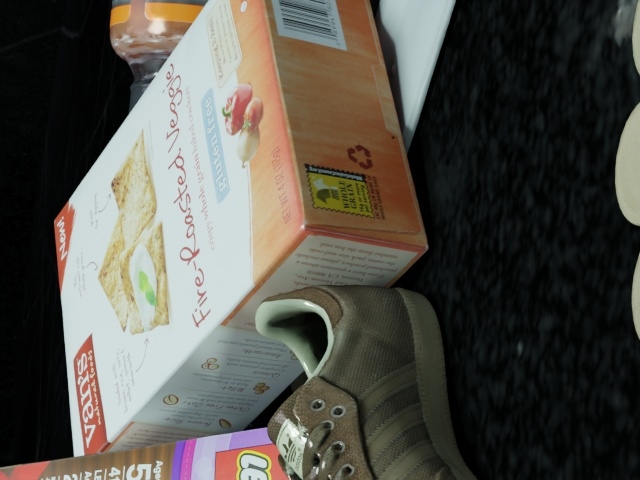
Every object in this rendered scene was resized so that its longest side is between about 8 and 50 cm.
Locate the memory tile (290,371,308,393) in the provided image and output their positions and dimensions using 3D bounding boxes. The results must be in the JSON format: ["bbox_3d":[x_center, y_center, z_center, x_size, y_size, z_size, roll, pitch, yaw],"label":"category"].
[{"bbox_3d":[0.000,0.000,0.776,0.148,0.012,0.113,110,160,-45],"label":"memory tile"}]

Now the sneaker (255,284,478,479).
[{"bbox_3d":[0.015,0.090,0.560,0.188,0.071,0.066,-101,22,-50],"label":"sneaker"}]

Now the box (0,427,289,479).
[{"bbox_3d":[-0.079,0.235,0.648,0.057,0.201,0.293,39,-135,-55],"label":"box"}]

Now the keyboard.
[{"bbox_3d":[0.053,-0.138,0.632,0.072,0.014,0.256,-111,29,-50],"label":"keyboard"}]

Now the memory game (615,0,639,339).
[{"bbox_3d":[0.113,-0.036,0.349,0.186,0.012,0.186,-174,90,-76],"label":"memory game"}]

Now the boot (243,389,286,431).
[{"bbox_3d":[-0.095,0.121,0.928,0.246,0.094,0.207,-132,53,-63],"label":"boot"}]

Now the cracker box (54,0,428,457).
[{"bbox_3d":[-0.051,-0.003,0.720,0.232,0.067,0.155,-48,43,43],"label":"cracker box"}]

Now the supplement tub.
[{"bbox_3d":[-0.078,-0.171,0.962,0.106,0.106,0.197,178,99,-76],"label":"supplement tub"}]
